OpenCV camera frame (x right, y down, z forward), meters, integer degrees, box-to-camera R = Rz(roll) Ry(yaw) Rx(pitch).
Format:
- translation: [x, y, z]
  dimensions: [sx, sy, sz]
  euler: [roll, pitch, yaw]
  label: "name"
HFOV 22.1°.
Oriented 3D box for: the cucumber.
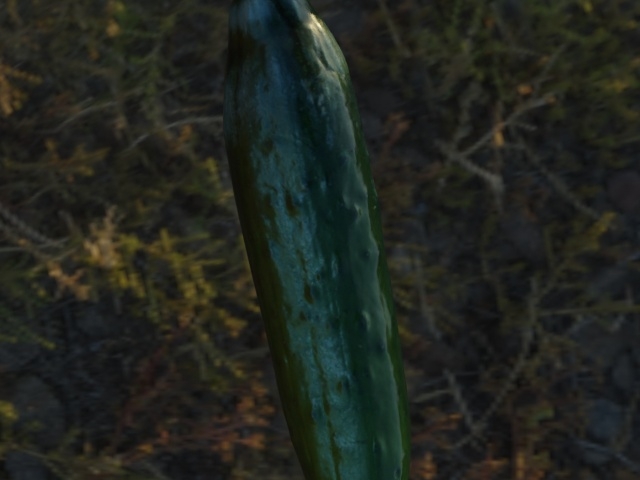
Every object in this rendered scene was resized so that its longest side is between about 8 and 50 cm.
- translation: [0.000, 0.000, 0.625]
  dimensions: [0.056, 0.056, 0.250]
  euler: [-13, 96, -30]
  label: "cucumber"
